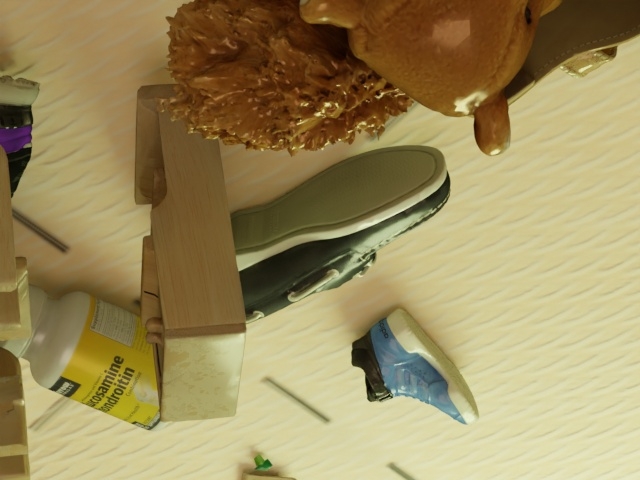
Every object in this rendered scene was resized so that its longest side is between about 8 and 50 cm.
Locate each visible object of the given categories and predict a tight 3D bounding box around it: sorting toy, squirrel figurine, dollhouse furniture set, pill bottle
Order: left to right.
[{"bbox_3d":[-0.279,0.022,1.583,0.394,0.256,0.362,-4,148,-9],"label":"dollhouse furniture set"},{"bbox_3d":[-0.224,0.112,1.802,0.184,0.103,0.103,25,121,-17],"label":"pill bottle"},{"bbox_3d":[-0.055,0.265,1.966,0.062,0.012,0.083,8,128,-1],"label":"sorting toy"},{"bbox_3d":[0.067,-0.187,1.431,0.281,0.370,0.397,38,119,-20],"label":"squirrel figurine"}]

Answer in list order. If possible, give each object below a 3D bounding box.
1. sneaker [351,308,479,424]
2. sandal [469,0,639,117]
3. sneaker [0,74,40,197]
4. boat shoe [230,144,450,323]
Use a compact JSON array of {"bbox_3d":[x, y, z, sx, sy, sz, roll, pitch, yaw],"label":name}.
[{"bbox_3d":[0.092,0.146,1.856,0.084,0.058,0.152,-35,114,14],"label":"sneaker"},{"bbox_3d":[0.217,-0.181,1.627,0.240,0.088,0.079,-32,166,-6],"label":"sandal"},{"bbox_3d":[-0.404,-0.085,1.631,0.293,0.102,0.146,4,98,-3],"label":"sneaker"},{"bbox_3d":[0.000,0.000,1.730,0.302,0.114,0.091,-19,123,26],"label":"boat shoe"}]
